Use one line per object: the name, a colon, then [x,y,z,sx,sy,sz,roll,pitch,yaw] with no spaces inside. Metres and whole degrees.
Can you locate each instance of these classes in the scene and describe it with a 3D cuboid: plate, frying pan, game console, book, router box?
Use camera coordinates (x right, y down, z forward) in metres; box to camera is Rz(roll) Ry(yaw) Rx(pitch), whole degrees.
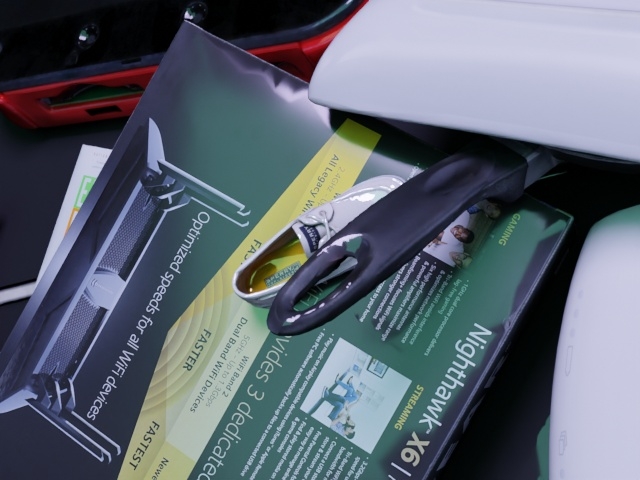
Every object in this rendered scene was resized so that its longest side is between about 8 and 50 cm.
plate: [0.165,-0.145,0.401,0.277,0.045,0.278,17,56,40]
frying pan: [0.134,-0.055,0.411,0.197,0.053,0.326,14,58,24]
game console: [-0.097,-0.260,0.669,0.387,0.060,0.341,-3,70,28]
book: [-0.156,0.008,0.637,0.096,0.035,0.144,13,84,35]
router box: [-0.041,0.069,0.494,0.243,0.081,0.308,31,92,19]

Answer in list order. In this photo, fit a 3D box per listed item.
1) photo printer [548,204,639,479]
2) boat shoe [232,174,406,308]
photo printer: [0.222,0.089,0.315,0.308,0.107,0.255,-13,68,47]
boat shoe: [0.000,0.000,0.429,0.100,0.035,0.035,-31,75,11]
